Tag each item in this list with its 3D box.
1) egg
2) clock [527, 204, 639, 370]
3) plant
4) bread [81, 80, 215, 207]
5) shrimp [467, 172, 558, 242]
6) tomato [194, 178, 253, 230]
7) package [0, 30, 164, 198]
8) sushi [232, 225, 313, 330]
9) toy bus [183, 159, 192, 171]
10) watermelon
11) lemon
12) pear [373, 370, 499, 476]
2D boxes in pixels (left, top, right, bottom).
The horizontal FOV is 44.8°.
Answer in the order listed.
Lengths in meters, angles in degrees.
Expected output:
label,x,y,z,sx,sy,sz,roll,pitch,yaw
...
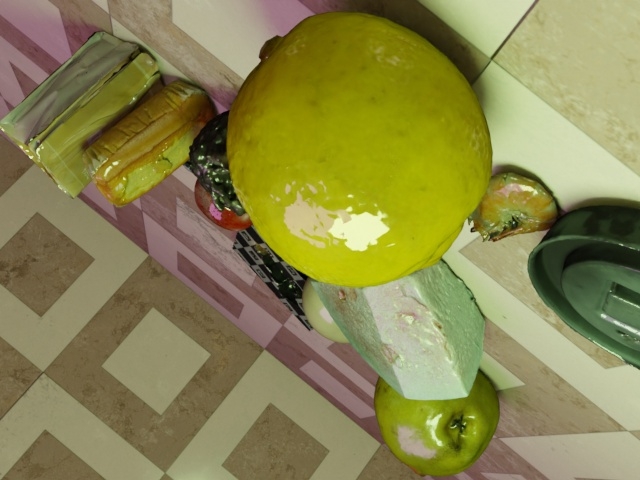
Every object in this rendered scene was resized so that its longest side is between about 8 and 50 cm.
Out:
label,x,y,z,sx,sy,sz,roll,pitch,yaw
egg,0.055,0.138,1.749,0.186,0.186,0.242,30,170,26
clock,0.436,0.079,1.034,0.325,0.067,0.325,32,161,13
plant,-0.147,-0.152,1.466,0.178,0.204,0.234,51,167,-26
bread,-0.351,-0.201,1.595,0.119,0.288,0.153,41,164,29
shrimp,0.274,-0.035,1.138,0.115,0.051,0.217,35,159,6
tomato,-0.204,-0.102,1.729,0.167,0.167,0.167,35,161,14
package,-0.467,-0.262,1.615,0.165,0.311,0.221,18,151,54
sushi,-0.086,0.080,2.083,0.339,0.069,0.320,46,160,4
toy bus,-0.265,-0.160,1.865,0.192,0.065,0.077,41,169,-3
watermelon,0.167,0.124,1.488,0.387,0.228,0.258,41,155,26
lemon,0.044,-0.111,0.974,0.348,0.348,0.348,35,161,14
pear,0.256,0.384,1.834,0.287,0.287,0.375,44,-179,-15
